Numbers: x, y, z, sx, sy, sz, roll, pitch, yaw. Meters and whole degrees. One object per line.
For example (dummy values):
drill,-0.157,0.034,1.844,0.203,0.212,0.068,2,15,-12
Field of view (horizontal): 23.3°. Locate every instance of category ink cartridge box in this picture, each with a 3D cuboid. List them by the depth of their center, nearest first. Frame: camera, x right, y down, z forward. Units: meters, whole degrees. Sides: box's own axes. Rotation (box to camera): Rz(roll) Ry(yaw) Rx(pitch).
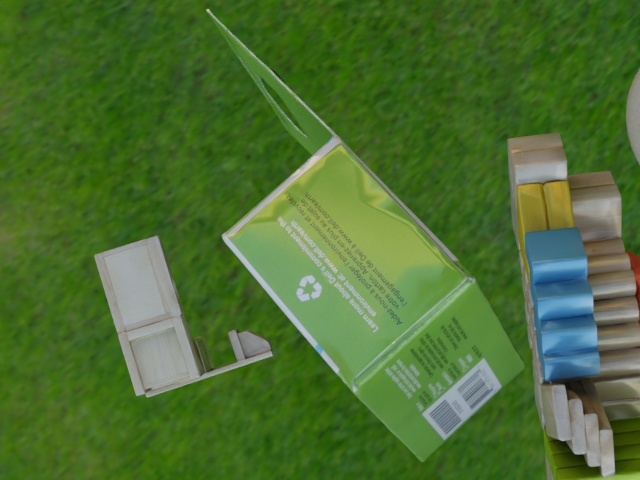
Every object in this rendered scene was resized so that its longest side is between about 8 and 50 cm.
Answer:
ink cartridge box,0.000,0.000,0.985,0.097,0.189,0.255,-42,64,-2

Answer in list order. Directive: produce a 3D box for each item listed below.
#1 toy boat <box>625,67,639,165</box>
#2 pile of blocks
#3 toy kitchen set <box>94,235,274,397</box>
toy boat,0.296,-0.056,0.929,0.231,0.151,0.151,48,168,-25
pile of blocks,0.223,0.092,1.191,0.112,0.149,0.362,-7,88,2
toy kitchen set,-0.067,0.034,0.797,0.068,0.083,0.075,-17,88,0
